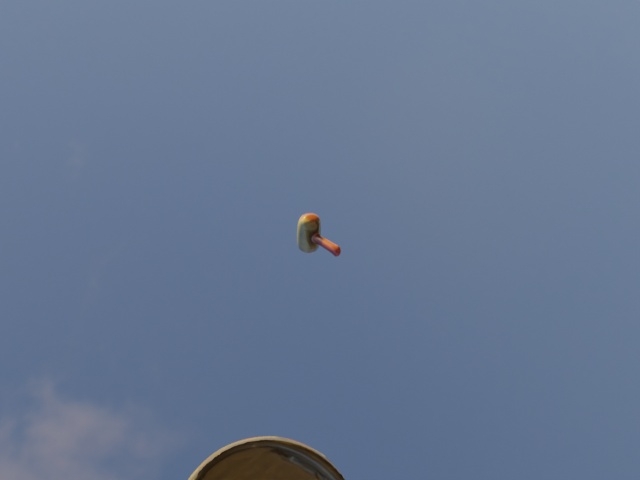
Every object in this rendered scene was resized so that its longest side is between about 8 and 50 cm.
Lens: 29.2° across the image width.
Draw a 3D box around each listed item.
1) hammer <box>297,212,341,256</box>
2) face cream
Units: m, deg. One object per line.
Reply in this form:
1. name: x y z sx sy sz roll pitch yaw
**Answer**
1. hammer: 0.000 0.000 1.575 0.031 0.053 0.083 -15 -150 -31
2. face cream: -0.051 0.272 1.146 0.175 0.195 0.175 1 -101 -5
